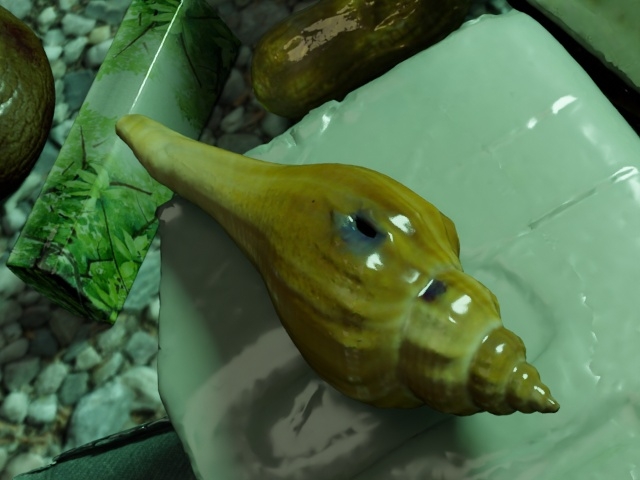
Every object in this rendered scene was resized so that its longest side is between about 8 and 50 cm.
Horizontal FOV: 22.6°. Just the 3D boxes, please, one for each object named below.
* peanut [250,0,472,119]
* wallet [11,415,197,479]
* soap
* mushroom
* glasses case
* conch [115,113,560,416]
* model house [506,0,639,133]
[{"bbox_3d":[0.035,-0.168,1.261,0.207,0.087,0.087,-32,53,9],"label":"peanut"},{"bbox_3d":[-0.027,0.209,1.063,0.342,0.075,0.237,-20,60,5],"label":"wallet"},{"bbox_3d":[0.098,0.129,0.911,0.350,0.213,0.435,-29,57,0],"label":"soap"},{"bbox_3d":[-0.340,-0.118,1.388,0.194,0.138,0.231,13,69,32],"label":"mushroom"},{"bbox_3d":[-0.158,-0.076,1.300,0.062,0.095,0.272,10,67,32],"label":"glasses case"},{"bbox_3d":[-0.001,-0.003,0.835,0.109,0.093,0.330,-43,58,-14],"label":"conch"},{"bbox_3d":[0.275,-0.199,1.066,0.317,0.282,0.297,-33,97,10],"label":"model house"}]
